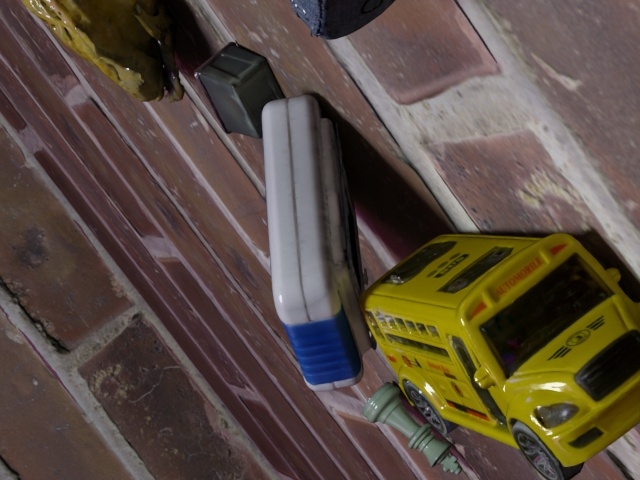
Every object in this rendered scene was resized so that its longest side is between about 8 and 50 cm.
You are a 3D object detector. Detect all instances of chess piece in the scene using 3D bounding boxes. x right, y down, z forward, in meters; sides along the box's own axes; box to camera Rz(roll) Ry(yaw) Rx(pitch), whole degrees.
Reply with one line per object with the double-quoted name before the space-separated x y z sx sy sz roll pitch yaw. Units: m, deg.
"chess piece" 0.125 0.253 1.724 0.149 0.059 0.059 42 163 17

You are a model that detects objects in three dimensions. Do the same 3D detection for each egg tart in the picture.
"egg tart" -0.243 -0.272 1.456 0.297 0.132 0.297 50 180 0

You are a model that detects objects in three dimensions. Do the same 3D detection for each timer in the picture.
"timer" 0.000 0.000 1.268 0.178 0.078 0.253 71 -169 -54

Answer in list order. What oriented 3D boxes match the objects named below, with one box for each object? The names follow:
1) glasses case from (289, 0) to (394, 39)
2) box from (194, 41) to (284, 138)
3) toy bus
"glasses case" 0.022 -0.224 0.805 0.067 0.109 0.282 41 162 18
"box" -0.078 -0.152 1.360 0.063 0.060 0.085 25 150 48
"toy bus" 0.154 0.076 1.059 0.152 0.144 0.330 57 166 -11
